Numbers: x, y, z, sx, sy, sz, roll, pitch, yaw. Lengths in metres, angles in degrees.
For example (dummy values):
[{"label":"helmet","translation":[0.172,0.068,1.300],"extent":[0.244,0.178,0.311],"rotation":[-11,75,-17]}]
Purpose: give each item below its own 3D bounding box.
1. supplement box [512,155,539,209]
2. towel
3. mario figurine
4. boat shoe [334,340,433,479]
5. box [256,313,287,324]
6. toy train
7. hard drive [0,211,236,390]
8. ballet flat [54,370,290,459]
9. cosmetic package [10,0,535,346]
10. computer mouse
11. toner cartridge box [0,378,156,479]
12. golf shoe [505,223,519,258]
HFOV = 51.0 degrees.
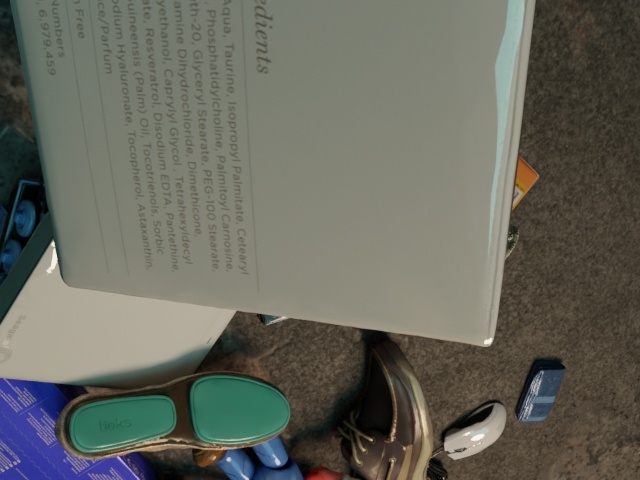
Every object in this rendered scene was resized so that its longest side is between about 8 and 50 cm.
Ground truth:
[{"label":"supplement box","translation":[0.208,-0.033,0.988],"extent":[0.080,0.078,0.233],"rotation":[35,98,-31]},{"label":"towel","translation":[0.400,0.276,1.214],"extent":[0.067,0.029,0.119],"rotation":[5,110,-22]},{"label":"mario figurine","translation":[-0.046,0.401,1.012],"extent":[0.198,0.170,0.320],"rotation":[-25,109,34]},{"label":"boat shoe","translation":[0.098,0.329,1.076],"extent":[0.130,0.132,0.355],"rotation":[-12,114,-14]},{"label":"box","translation":[0.000,0.000,0.920],"extent":[0.220,0.051,0.175],"rotation":[-17,102,-13]},{"label":"toy train","translation":[-0.349,0.009,0.797],"extent":[0.080,0.105,0.184],"rotation":[6,109,-47]},{"label":"hard drive","translation":[-0.248,0.095,0.839],"extent":[0.308,0.040,0.203],"rotation":[23,104,-51]},{"label":"ballet flat","translation":[-0.196,0.233,0.908],"extent":[0.316,0.106,0.107],"rotation":[7,72,-31]},{"label":"cosmetic package","translation":[-0.010,-0.141,0.637],"extent":[0.394,0.329,0.327],"rotation":[6,114,16]},{"label":"computer mouse","translation":[0.256,0.359,1.193],"extent":[0.193,0.042,0.106],"rotation":[-34,118,-2]},{"label":"toner cartridge box","translation":[-0.385,0.275,0.918],"extent":[0.165,0.075,0.347],"rotation":[-30,118,-4]},{"label":"golf shoe","translation":[0.243,0.044,1.054],"extent":[0.176,0.069,0.086],"rotation":[-46,151,-4]}]
